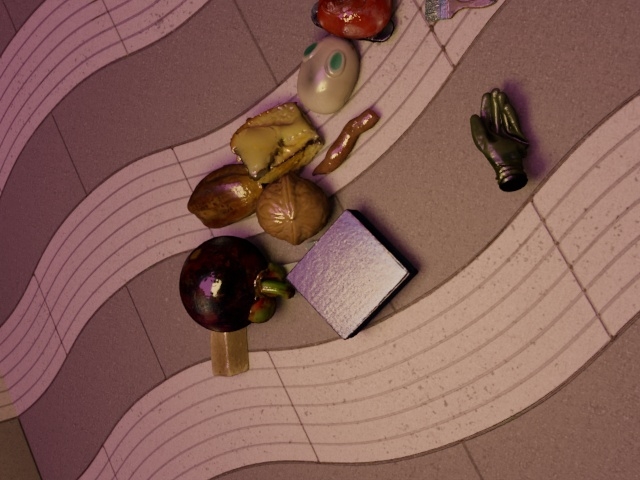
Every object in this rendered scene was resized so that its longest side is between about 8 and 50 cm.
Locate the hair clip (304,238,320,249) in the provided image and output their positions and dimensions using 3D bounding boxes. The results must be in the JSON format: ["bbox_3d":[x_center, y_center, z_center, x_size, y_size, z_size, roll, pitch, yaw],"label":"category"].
[{"bbox_3d":[0.001,0.001,1.989,0.115,0.039,0.030,-32,83,28],"label":"hair clip"}]

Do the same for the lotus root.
[{"bbox_3d":[-0.286,-0.153,2.087,0.290,0.193,0.193,-19,85,35],"label":"lotus root"}]

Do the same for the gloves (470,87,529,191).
[{"bbox_3d":[0.454,-0.252,1.630,0.135,0.107,0.268,-8,77,2],"label":"gloves"}]

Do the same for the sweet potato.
[{"bbox_3d":[0.062,-0.275,1.908,0.281,0.059,0.067,-48,61,26],"label":"sweet potato"}]

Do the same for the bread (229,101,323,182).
[{"bbox_3d":[-0.140,-0.293,1.978,0.262,0.163,0.204,-28,75,-11],"label":"bread"}]

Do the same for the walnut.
[{"bbox_3d":[-0.082,-0.091,1.920,0.228,0.228,0.228,4,97,32],"label":"walnut"}]

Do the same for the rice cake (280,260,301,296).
[{"bbox_3d":[-0.022,0.107,2.013,0.211,0.038,0.124,-21,83,32],"label":"rice cake"}]

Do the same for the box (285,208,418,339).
[{"bbox_3d":[0.090,0.096,1.870,0.261,0.116,0.279,47,107,17],"label":"box"}]

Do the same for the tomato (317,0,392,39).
[{"bbox_3d":[0.088,-0.665,1.777,0.227,0.101,0.228,-7,71,20],"label":"tomato"}]

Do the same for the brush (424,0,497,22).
[{"bbox_3d":[0.367,-0.617,1.701,0.196,0.021,0.070,5,99,32],"label":"brush"}]

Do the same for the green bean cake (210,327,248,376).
[{"bbox_3d":[-0.308,0.363,2.178,0.085,0.109,0.179,-3,94,34],"label":"green bean cake"}]

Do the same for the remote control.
[{"bbox_3d":[0.095,-0.622,1.853,0.265,0.066,0.090,25,97,23],"label":"remote control"}]

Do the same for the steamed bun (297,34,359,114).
[{"bbox_3d":[0.012,-0.482,1.877,0.177,0.130,0.228,38,115,25],"label":"steamed bun"}]

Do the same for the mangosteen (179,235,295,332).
[{"bbox_3d":[-0.267,0.143,2.012,0.359,0.306,0.306,16,103,34],"label":"mangosteen"}]
